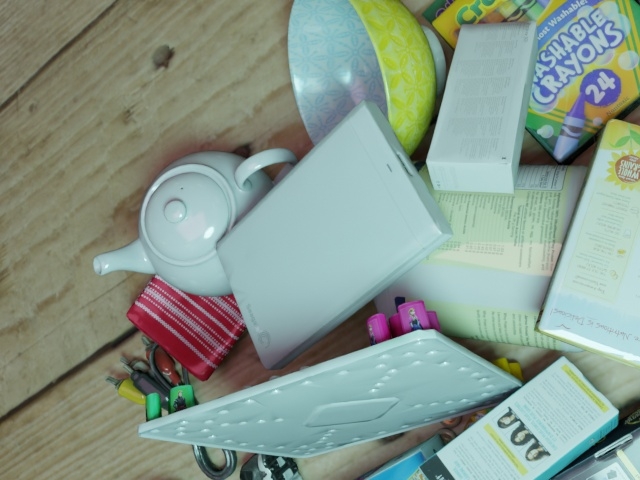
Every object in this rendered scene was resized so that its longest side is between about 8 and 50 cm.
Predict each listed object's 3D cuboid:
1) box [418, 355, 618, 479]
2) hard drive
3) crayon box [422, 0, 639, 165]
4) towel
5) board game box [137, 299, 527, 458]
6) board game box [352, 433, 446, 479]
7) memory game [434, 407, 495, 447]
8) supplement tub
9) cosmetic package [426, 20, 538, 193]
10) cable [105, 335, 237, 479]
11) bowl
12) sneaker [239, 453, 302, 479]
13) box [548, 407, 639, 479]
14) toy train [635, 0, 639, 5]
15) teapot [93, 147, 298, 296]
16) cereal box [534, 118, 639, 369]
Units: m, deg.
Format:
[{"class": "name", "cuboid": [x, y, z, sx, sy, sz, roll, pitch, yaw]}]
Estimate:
[{"class": "box", "cuboid": [0.256, 0.267, 0.894, 0.244, 0.060, 0.100, -36, 52, -3]}, {"class": "hard drive", "cuboid": [0.000, 0.000, 0.874, 0.307, 0.040, 0.203, -41, 61, 29]}, {"class": "crayon box", "cuboid": [0.304, -0.287, 0.952, 0.203, 0.083, 0.323, -43, 74, 17]}, {"class": "towel", "cuboid": [-0.188, 0.075, 1.166, 0.199, 0.031, 0.275, 37, 95, 18]}, {"class": "board game box", "cuboid": [0.036, 0.203, 0.901, 0.390, 0.390, 0.050, -23, 60, 23]}, {"class": "board game box", "cuboid": [0.151, 0.472, 0.998, 0.224, 0.097, 0.303, -37, 75, 22]}, {"class": "memory game", "cuboid": [0.255, 0.293, 1.007, 0.186, 0.012, 0.186, 0, 90, 23]}, {"class": "supplement tub", "cuboid": [0.248, 0.018, 0.891, 0.325, 0.235, 0.235, 5, 91, 23]}, {"class": "cosmetic package", "cuboid": [0.205, -0.168, 0.853, 0.099, 0.060, 0.239, 4, 57, 25]}, {"class": "cable", "cuboid": [-0.237, 0.281, 1.207, 0.287, 0.072, 0.139, 40, 87, 6]}, {"class": "bowl", "cuboid": [0.084, -0.236, 0.988, 0.156, 0.289, 0.289, -19, 79, -22]}, {"class": "sneaker", "cuboid": [-0.054, 0.439, 1.105, 0.106, 0.078, 0.234, -34, 83, 34]}, {"class": "box", "cuboid": [0.445, 0.444, 0.878, 0.318, 0.097, 0.395, -39, 78, 16]}, {"class": "toy train", "cuboid": [0.407, -0.392, 0.939, 0.036, 0.027, 0.158, -29, 79, 16]}, {"class": "teapot", "cuboid": [-0.179, -0.035, 1.066, 0.252, 0.187, 0.256, 15, 86, 16]}, {"class": "cereal box", "cuboid": [0.343, 0.012, 0.715, 0.173, 0.047, 0.240, 20, 85, 11]}]
